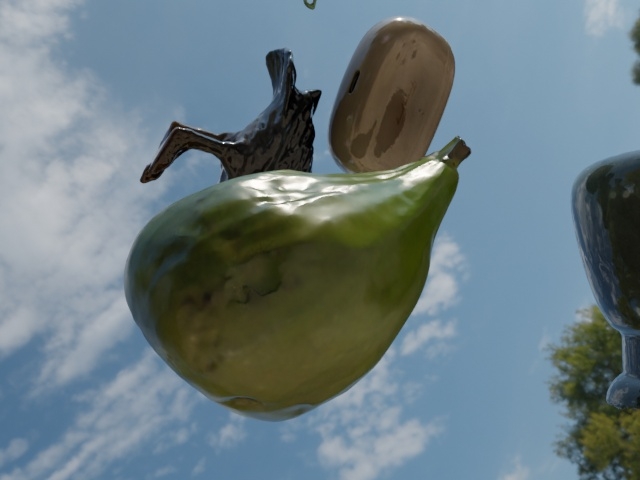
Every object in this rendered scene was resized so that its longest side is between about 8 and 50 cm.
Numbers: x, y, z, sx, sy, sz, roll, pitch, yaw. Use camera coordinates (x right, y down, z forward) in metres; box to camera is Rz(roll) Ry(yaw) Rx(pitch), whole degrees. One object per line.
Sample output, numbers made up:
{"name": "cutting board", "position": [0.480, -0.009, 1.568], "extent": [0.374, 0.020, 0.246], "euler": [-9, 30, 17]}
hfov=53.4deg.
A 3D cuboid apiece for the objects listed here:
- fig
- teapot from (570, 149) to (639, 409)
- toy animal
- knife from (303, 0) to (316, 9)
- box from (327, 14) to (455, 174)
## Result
{"name": "fig", "position": [-0.014, 0.016, 0.546], "extent": [0.314, 0.233, 0.233], "euler": [-39, -40, 20]}
{"name": "teapot", "position": [0.395, 0.059, 0.585], "extent": [0.223, 0.306, 0.284], "euler": [5, -97, -54]}
{"name": "toy animal", "position": [-0.096, -0.075, 0.735], "extent": [0.185, 0.122, 0.298], "euler": [34, -86, -19]}
{"name": "knife", "position": [-0.003, -0.448, 0.960], "extent": [0.014, 0.030, 0.207], "euler": [22, -105, -76]}
{"name": "box", "position": [0.085, -0.164, 0.763], "extent": [0.146, 0.088, 0.200], "euler": [16, -81, -45]}
